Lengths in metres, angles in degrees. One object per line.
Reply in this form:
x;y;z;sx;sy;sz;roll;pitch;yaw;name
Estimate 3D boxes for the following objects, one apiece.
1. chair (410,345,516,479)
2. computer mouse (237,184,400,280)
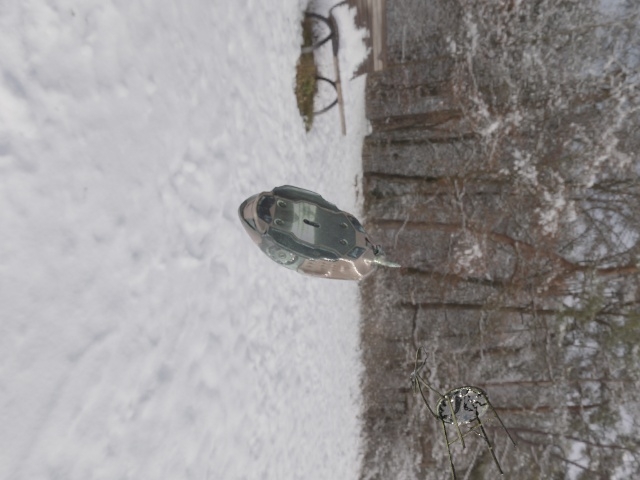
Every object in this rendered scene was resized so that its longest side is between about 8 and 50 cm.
0.361;0.436;1.255;0.326;0.170;0.160;-101;-169;-58;chair
-0.004;0.003;1.073;0.115;0.389;0.200;125;-21;-46;computer mouse
